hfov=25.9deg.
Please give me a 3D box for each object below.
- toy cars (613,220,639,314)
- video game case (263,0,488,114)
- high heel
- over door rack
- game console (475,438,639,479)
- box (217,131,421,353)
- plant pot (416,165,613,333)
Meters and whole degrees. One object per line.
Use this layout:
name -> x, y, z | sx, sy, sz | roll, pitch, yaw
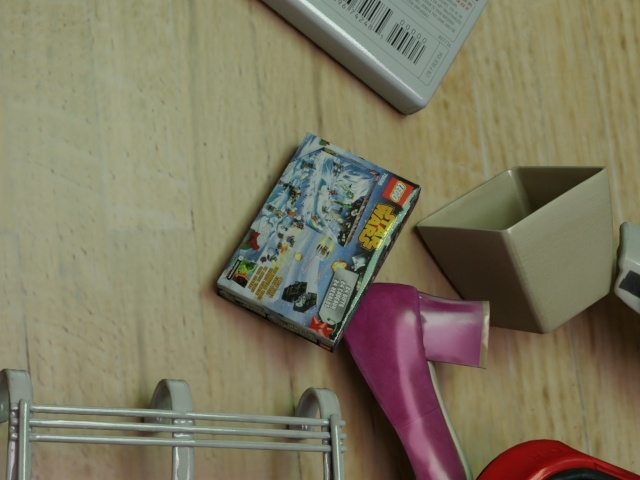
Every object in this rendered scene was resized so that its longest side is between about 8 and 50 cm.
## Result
toy cars -> 0.386, 0.075, 1.127 | 0.394, 0.176, 0.087 | 6, 121, -34
video game case -> 0.017, -0.308, 1.072 | 0.329, 0.036, 0.300 | 37, 67, -15
high heel -> 0.054, 0.153, 0.996 | 0.117, 0.082, 0.244 | 5, 91, 3
over door rack -> -0.089, 0.243, 0.862 | 0.240, 0.108, 0.324 | 6, 57, -25
game console -> 0.218, 0.345, 0.985 | 0.387, 0.060, 0.341 | 24, 83, -29
box -> 0.000, 0.000, 0.990 | 0.094, 0.027, 0.137 | 27, 68, 10
plant pot -> 0.157, 0.009, 1.047 | 0.109, 0.109, 0.096 | -31, 108, -27
